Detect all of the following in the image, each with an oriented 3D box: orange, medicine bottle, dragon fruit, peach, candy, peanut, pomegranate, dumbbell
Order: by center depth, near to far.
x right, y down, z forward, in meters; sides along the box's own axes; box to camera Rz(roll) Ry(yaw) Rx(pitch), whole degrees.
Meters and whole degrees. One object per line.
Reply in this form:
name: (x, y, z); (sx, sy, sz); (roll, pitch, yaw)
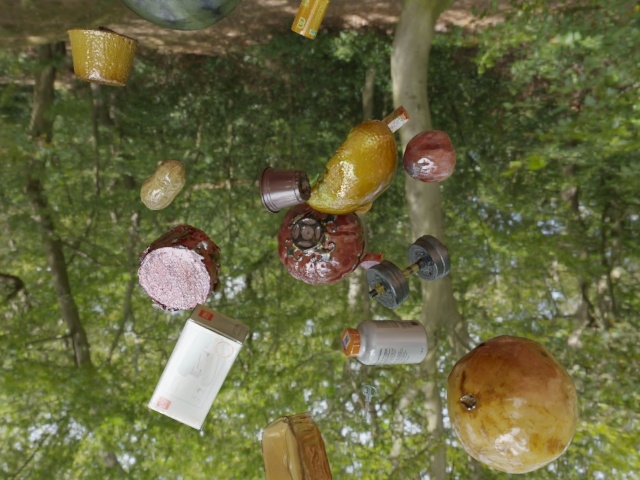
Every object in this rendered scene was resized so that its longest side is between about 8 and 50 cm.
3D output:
peach: (0.300, -0.233, 1.601); (0.152, 0.152, 0.152); (-3, -164, 1)
pomegranate: (0.562, 0.472, 1.627); (0.410, 0.410, 0.410); (-3, -164, 1)
peanut: (-0.452, -0.157, 1.629); (0.226, 0.095, 0.108); (-35, -172, 45)
orange: (0.092, -0.189, 1.643); (0.263, 0.196, 0.334); (-18, 166, -43)
candy: (0.227, -0.375, 1.830); (0.122, 0.038, 0.062); (-36, -153, 21)
medicine bottle: (0.223, 0.360, 2.016); (0.289, 0.157, 0.157); (3, -167, -21)
medicine bottle: (-0.028, -0.842, 2.067); (0.096, 0.192, 0.096); (22, -158, -9)
dragon fruit: (-0.483, 0.081, 2.109); (0.314, 0.296, 0.263); (-16, -157, 16)
dumbbell: (0.338, 0.118, 2.175); (0.388, 0.185, 0.185); (-28, -155, -22)
dragon fruit: (0.236, 0.089, 2.517); (0.126, 0.068, 0.112); (-18, 141, 40)

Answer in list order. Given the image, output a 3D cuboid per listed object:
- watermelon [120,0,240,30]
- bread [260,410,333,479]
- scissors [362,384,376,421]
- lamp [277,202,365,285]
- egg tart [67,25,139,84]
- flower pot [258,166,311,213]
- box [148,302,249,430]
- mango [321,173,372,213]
watermelon: (-0.260, -0.527, 1.017); (0.279, 0.278, 0.359); (2, 176, 16)
bread: (-0.049, 0.515, 1.260); (0.107, 0.241, 0.136); (19, 134, -41)
scissors: (0.105, 0.364, 1.270); (0.036, 0.083, 0.006); (20, 151, -13)
lamp: (0.000, 0.000, 1.891); (0.303, 0.303, 0.257); (4, 171, 22)
egg tart: (-0.687, -0.583, 1.789); (0.215, 0.170, 0.215); (8, -171, -1)
flower pot: (-0.075, -0.121, 1.297); (0.089, 0.111, 0.111); (-6, -167, 25)
box: (-0.269, 0.284, 1.259); (0.135, 0.269, 0.079); (27, -159, -5)
mango: (0.094, -0.186, 2.060); (0.217, 0.102, 0.141); (34, -122, 18)
